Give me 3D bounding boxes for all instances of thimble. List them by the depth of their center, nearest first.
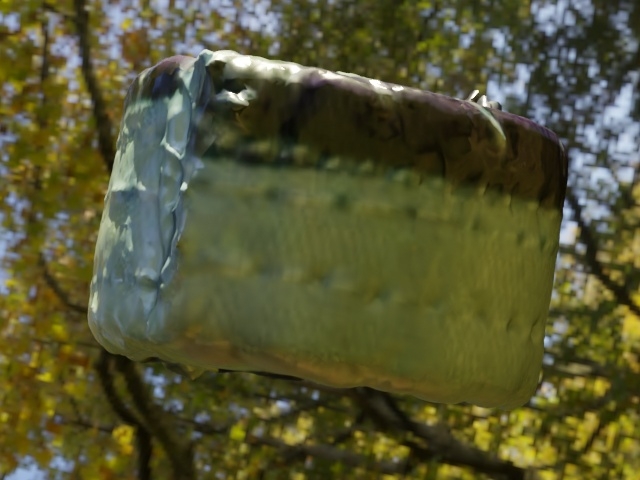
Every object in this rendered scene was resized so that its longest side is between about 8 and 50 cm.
[{"bbox_3d":[0.000,0.000,0.648,0.237,0.237,0.150,18,-103,-65],"label":"thimble"}]
